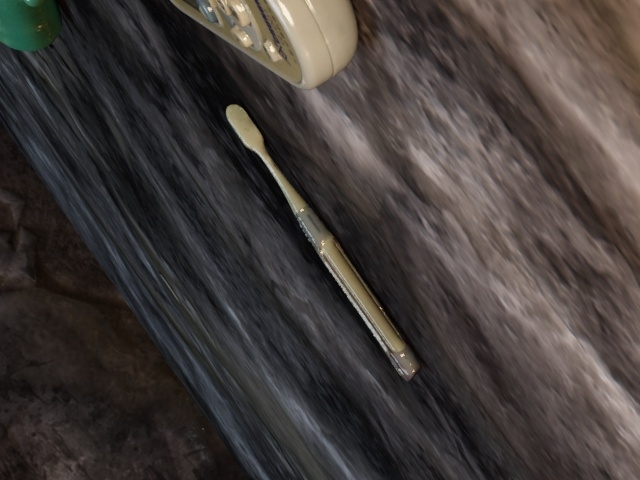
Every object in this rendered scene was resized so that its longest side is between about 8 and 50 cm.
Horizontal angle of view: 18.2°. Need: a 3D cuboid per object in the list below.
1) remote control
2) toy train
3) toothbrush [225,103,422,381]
[{"bbox_3d":[-0.046,-0.140,1.010,0.087,0.047,0.244,59,170,-30],"label":"remote control"},{"bbox_3d":[-0.301,-0.259,1.770,0.159,0.101,0.248,40,167,17],"label":"toy train"},{"bbox_3d":[0.000,0.000,1.310,0.219,0.016,0.019,55,172,12],"label":"toothbrush"}]
